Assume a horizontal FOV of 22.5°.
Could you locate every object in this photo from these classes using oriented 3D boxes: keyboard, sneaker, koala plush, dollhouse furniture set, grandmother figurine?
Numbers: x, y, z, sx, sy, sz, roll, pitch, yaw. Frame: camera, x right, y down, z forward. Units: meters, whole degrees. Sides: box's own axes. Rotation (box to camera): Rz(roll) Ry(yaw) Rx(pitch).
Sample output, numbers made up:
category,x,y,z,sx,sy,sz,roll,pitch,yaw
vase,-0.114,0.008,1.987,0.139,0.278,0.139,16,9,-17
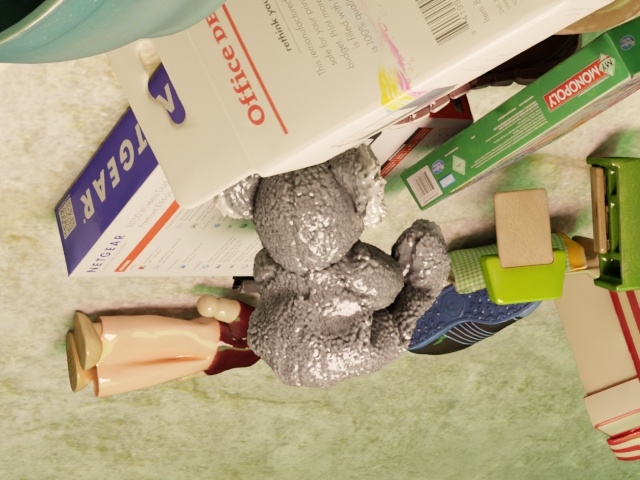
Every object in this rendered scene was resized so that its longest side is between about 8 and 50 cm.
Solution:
category,x,y,z,sx,sy,sz,roll,pitch,yaw
keyboard,-0.053,0.042,1.854,0.108,0.023,0.180,-3,-177,9
sneaker,0.123,-0.199,1.437,0.281,0.106,0.162,-18,154,-21
sneaker,0.209,0.096,2.175,0.232,0.081,0.090,-20,160,28
koala plush,0.000,0.000,1.482,0.196,0.203,0.221,6,133,20
dollhouse furniture set,0.254,-0.020,1.947,0.197,0.151,0.301,-6,-175,-8
grandmother figurine,-0.138,0.131,2.003,0.342,0.104,0.208,-4,163,-20

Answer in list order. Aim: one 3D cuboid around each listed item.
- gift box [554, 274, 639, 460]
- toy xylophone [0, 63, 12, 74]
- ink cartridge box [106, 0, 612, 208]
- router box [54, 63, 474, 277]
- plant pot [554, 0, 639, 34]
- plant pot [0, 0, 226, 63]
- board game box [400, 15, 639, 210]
category,x,y,z,sx,sy,sz,roll,pitch,yaw
gift box,0.502,0.156,2.262,0.255,0.258,0.276,-26,154,23
toy xylophone,-0.337,-0.180,1.187,0.236,0.081,0.323,-28,154,26
ink cartridge box,0.013,-0.186,1.218,0.353,0.207,0.119,-27,176,27
router box,-0.063,-0.073,1.605,0.301,0.082,0.335,1,152,-33
plant pot,0.205,-0.244,1.272,0.237,0.110,0.237,-12,137,-11
plant pot,-0.162,-0.230,0.989,0.272,0.271,0.255,-26,169,22
board game box,0.238,-0.136,1.470,0.213,0.046,0.317,-26,175,-35
